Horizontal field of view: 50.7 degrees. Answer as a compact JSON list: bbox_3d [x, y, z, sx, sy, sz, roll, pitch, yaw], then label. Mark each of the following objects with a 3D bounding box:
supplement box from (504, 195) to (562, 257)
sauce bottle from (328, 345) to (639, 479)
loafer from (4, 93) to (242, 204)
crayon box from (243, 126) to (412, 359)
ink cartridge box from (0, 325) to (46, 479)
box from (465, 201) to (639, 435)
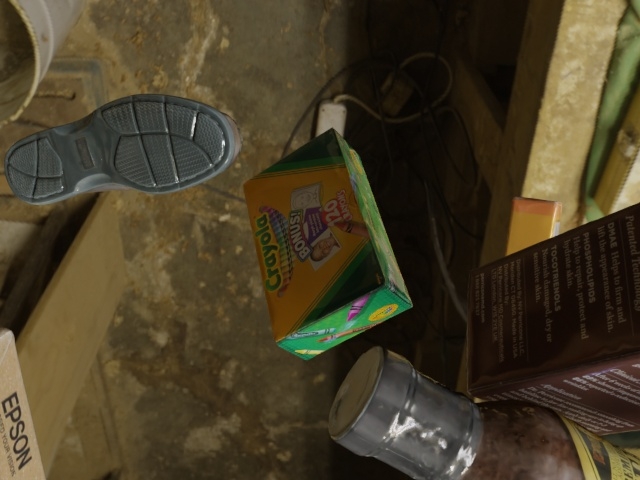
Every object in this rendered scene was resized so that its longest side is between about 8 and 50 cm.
[{"bbox_3d":[0.363,0.044,1.178,0.078,0.080,0.233,10,94,26],"label":"supplement box"},{"bbox_3d":[0.168,0.183,0.467,0.344,0.111,0.111,30,119,-10],"label":"sauce bottle"},{"bbox_3d":[-0.193,-0.093,0.685,0.267,0.084,0.096,-6,100,21],"label":"loafer"},{"bbox_3d":[0.000,0.000,0.922,0.165,0.278,0.081,-30,142,18],"label":"crayon box"},{"bbox_3d":[-0.258,0.152,0.390,0.193,0.088,0.235,9,115,21],"label":"ink cartridge box"},{"bbox_3d":[0.320,0.055,0.554,0.191,0.143,0.381,24,149,-28],"label":"box"}]
